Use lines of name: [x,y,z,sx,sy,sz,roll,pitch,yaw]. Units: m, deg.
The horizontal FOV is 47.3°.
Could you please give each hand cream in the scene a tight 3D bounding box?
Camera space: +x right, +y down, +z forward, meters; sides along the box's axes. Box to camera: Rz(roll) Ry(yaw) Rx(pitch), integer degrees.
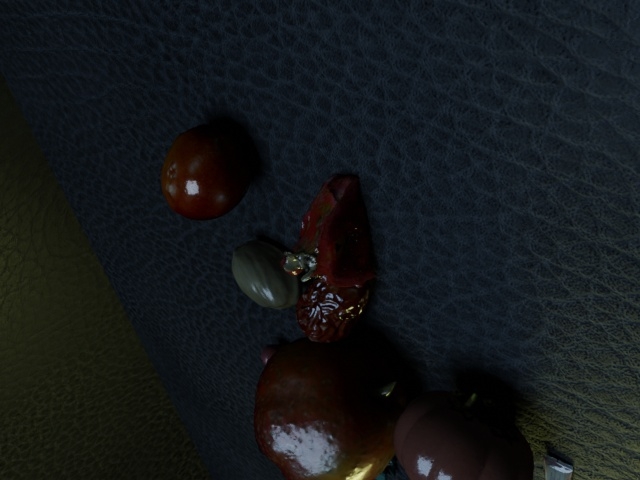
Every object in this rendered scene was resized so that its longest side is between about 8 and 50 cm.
hand cream: [0.513,0.545,1.584,0.067,0.043,0.210,22,134,39]

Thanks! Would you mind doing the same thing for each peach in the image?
peach: [-0.269,-0.167,1.731,0.243,0.199,0.243,-16,71,53]

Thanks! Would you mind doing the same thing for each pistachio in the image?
pistachio: [-0.139,0.087,1.904,0.238,0.153,0.138,34,-173,33]

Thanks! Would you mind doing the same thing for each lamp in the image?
lamp: [-0.130,0.362,2.242,0.107,0.092,0.107,28,175,3]
lamp: [0.307,0.425,1.529,0.305,0.240,0.305,24,-171,-4]

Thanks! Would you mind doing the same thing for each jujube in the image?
jujube: [0.031,0.144,1.705,0.155,0.155,0.230,44,142,14]

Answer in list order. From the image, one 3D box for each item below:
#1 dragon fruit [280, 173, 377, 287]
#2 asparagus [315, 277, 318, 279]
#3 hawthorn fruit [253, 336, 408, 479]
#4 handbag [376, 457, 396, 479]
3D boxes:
dragon fruit: [0.000,0.000,1.533,0.134,0.211,0.262,18,132,35]
asparagus: [0.014,0.149,1.869,0.016,0.016,0.163,42,158,57]
hawthorn fruit: [0.042,0.410,1.796,0.403,0.403,0.403,36,148,27]
handbag: [0.086,0.584,2.179,0.274,0.100,0.269,26,142,40]
